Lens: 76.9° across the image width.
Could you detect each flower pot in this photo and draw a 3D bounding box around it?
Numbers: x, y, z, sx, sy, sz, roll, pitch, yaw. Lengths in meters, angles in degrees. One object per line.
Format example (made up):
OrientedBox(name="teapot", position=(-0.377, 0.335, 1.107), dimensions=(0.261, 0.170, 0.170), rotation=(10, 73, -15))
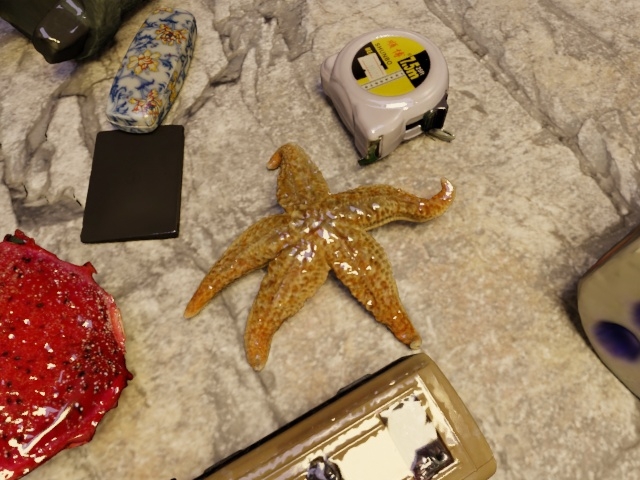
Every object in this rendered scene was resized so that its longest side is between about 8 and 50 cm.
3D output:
OrientedBox(name="flower pot", position=(-0.424, -0.438, 0.597), dimensions=(0.300, 0.299, 0.282), rotation=(21, 61, 8))

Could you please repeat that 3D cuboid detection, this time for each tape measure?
OrientedBox(name="tape measure", position=(0.105, -0.224, 0.615), dimensions=(0.179, 0.105, 0.195), rotation=(-20, 66, -2))

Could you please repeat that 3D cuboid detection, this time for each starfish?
OrientedBox(name="starfish", position=(-0.001, -0.006, 0.516), dimensions=(0.376, 0.094, 0.326), rotation=(-14, 69, -2))

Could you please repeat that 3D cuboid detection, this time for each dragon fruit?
OrientedBox(name="dragon fruit", position=(-0.316, 0.127, 0.428), dimensions=(0.190, 0.163, 0.261), rotation=(-22, 61, 21))

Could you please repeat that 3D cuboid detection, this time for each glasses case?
OrientedBox(name="glasses case", position=(-0.264, -0.279, 0.647), dimensions=(0.087, 0.065, 0.247), rotation=(8, 64, 6))

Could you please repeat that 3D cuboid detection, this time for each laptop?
OrientedBox(name="laptop", position=(-0.270, -0.087, 0.590), dimensions=(0.136, 0.016, 0.197), rotation=(-5, 64, -3))

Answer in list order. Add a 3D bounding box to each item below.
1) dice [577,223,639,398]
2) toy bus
OrientedBox(name="dice", position=(0.454, 0.048, 0.413), dimensions=(0.251, 0.259, 0.243), rotation=(-35, 69, -14))
OrientedBox(name="toy bus", position=(0.003, 0.227, 0.375), dimensions=(0.290, 0.157, 0.139), rotation=(-25, 68, -12))
